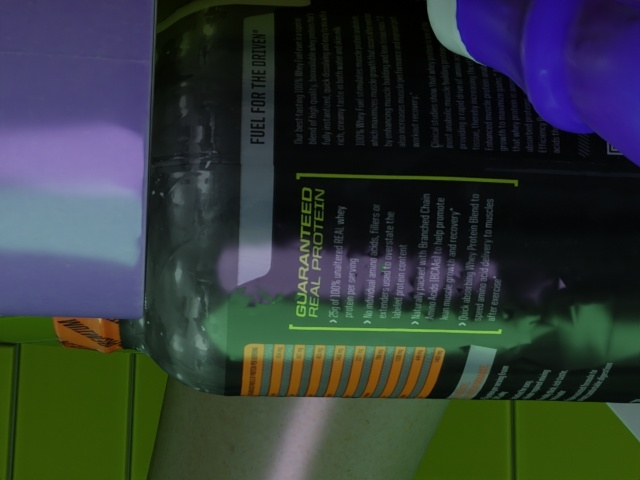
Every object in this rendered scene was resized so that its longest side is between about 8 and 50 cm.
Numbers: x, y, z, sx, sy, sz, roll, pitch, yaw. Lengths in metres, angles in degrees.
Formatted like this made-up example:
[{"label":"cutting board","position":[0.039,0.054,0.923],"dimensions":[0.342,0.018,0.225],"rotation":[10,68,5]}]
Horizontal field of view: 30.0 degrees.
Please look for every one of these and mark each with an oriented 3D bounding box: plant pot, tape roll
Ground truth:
[{"label":"plant pot","position":[-0.022,0.166,1.143],"dimensions":[0.333,0.306,0.334],"rotation":[18,175,2]},{"label":"tape roll","position":[-0.098,-0.067,0.422],"dimensions":[0.080,0.189,0.189],"rotation":[3,170,-8]}]

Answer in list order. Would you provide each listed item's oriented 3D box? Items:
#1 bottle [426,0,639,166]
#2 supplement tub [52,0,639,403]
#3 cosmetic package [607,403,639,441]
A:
[{"label":"bottle","position":[0.158,-0.060,0.429],"dimensions":[0.283,0.092,0.118],"rotation":[32,175,43]},{"label":"supplement tub","position":[0.039,-0.021,0.619],"dimensions":[0.337,0.207,0.207],"rotation":[2,170,-5]},{"label":"cosmetic package","position":[0.309,0.086,1.075],"dimensions":[0.138,0.224,0.224],"rotation":[-44,154,11]}]
